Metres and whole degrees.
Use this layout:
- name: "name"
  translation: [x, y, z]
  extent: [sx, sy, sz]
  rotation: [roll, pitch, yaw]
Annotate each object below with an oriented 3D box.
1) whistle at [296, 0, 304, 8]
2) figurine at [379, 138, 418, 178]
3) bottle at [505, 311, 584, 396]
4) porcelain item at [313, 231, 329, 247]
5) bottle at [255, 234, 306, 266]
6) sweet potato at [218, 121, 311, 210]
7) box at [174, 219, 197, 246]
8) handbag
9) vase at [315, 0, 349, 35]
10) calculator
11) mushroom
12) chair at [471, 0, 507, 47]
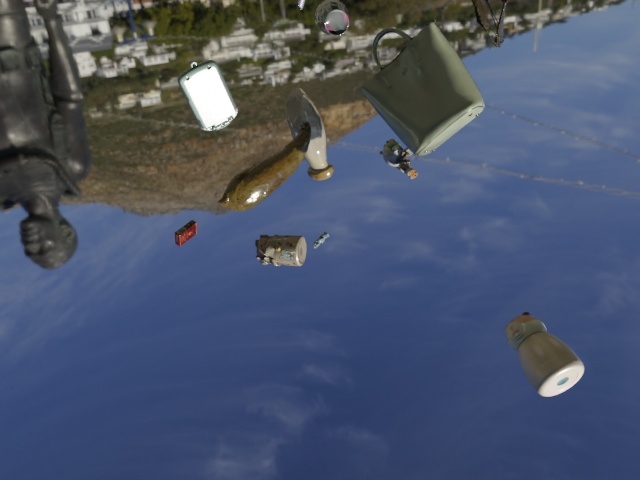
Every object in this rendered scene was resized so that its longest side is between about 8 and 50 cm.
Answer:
- name: "whistle"
  translation: [-0.060, -1.002, 2.296]
  extent: [0.033, 0.176, 0.033]
  rotation: [14, -144, -11]
- name: "figurine"
  translation: [0.305, -0.313, 2.216]
  extent: [0.093, 0.147, 0.197]
  rotation: [-48, -129, 1]
- name: "bottle"
  translation: [0.627, 0.314, 1.683]
  extent: [0.147, 0.148, 0.236]
  rotation: [-14, -134, -15]
- name: "porcelain item"
  translation: [0.000, 0.000, 2.451]
  extent: [0.083, 0.028, 0.036]
  rotation: [-44, -167, -5]
- name: "bottle"
  translation: [-0.125, 0.029, 1.723]
  extent: [0.152, 0.099, 0.099]
  rotation: [3, -152, 15]
- name: "sweet potato"
  translation: [-0.170, -0.236, 1.992]
  extent: [0.422, 0.130, 0.130]
  rotation: [-41, -142, -14]
- name: "box"
  translation: [-0.436, -0.024, 1.893]
  extent: [0.023, 0.052, 0.082]
  rotation: [30, -131, 18]
- name: "handbag"
  translation: [0.218, -0.373, 1.373]
  extent: [0.241, 0.315, 0.109]
  rotation: [-38, 172, 29]
- name: "vase"
  translation: [0.033, -0.532, 1.406]
  extent: [0.086, 0.086, 0.214]
  rotation: [-6, -156, 0]
- name: "calculator"
  translation: [-0.358, -0.463, 1.871]
  extent: [0.141, 0.246, 0.045]
  rotation: [-31, -136, -9]
- name: "mushroom"
  translation: [-0.041, -0.382, 2.138]
  extent: [0.128, 0.350, 0.128]
  rotation: [-15, -153, 8]
- name: "chair"
  translation: [0.419, -0.592, 1.420]
  extent: [0.149, 0.213, 0.174]
  rotation: [18, -143, 10]
